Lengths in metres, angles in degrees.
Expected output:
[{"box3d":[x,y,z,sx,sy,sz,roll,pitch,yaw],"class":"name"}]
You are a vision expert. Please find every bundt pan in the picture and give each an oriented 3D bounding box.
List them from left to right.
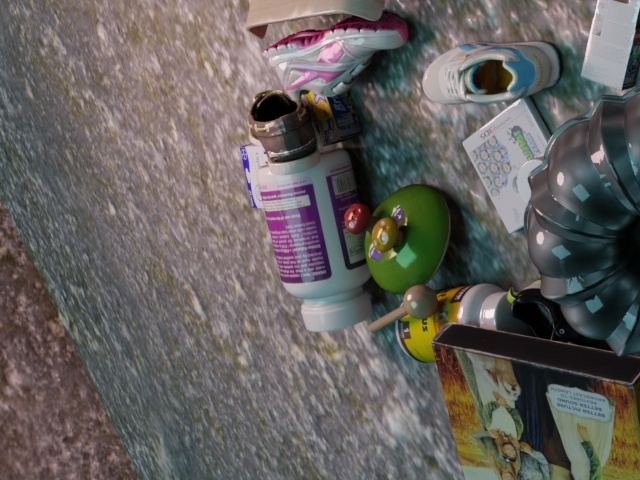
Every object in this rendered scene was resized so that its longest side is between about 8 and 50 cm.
[{"box3d":[0.378,-0.003,0.988,0.331,0.124,0.330,10,116,20],"class":"bundt pan"}]

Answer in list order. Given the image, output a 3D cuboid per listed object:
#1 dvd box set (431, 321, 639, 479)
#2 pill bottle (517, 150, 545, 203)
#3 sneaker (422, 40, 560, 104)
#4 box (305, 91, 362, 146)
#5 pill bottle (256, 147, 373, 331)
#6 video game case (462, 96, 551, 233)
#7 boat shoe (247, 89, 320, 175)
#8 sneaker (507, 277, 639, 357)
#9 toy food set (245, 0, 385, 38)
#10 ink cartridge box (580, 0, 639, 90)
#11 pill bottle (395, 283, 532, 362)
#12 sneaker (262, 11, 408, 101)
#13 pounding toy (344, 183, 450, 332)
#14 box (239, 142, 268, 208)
[{"box3d":[0.334,0.327,1.271,0.308,0.062,0.420,8,124,42],"class":"dvd box set"},{"box3d":[0.318,-0.086,1.137,0.078,0.137,0.078,28,127,44],"class":"pill bottle"},{"box3d":[0.216,-0.232,1.247,0.229,0.092,0.087,1,108,54],"class":"sneaker"},{"box3d":[0.012,-0.253,1.543,0.059,0.054,0.168,-16,92,55],"class":"box"},{"box3d":[0.000,0.000,1.578,0.169,0.169,0.301,-1,104,54],"class":"pill bottle"},{"box3d":[0.283,-0.106,1.278,0.143,0.019,0.157,-38,75,54],"class":"video game case"},{"box3d":[-0.072,-0.208,1.543,0.324,0.117,0.096,-112,6,-65],"class":"boat shoe"},{"box3d":[0.350,0.148,1.239,0.234,0.097,0.084,46,138,31],"class":"sneaker"},{"box3d":[0.005,-0.436,1.409,0.306,0.092,0.219,8,84,50],"class":"toy food set"},{"box3d":[0.363,-0.248,1.096,0.063,0.029,0.115,33,130,41],"class":"ink cartridge box"},{"box3d":[0.222,0.129,1.385,0.215,0.117,0.117,-14,95,54],"class":"pill bottle"},{"box3d":[0.034,-0.291,1.436,0.252,0.103,0.111,-6,115,35],"class":"sneaker"},{"box3d":[0.103,0.012,1.409,0.183,0.110,0.236,-22,57,52],"class":"pounding toy"},{"box3d":[-0.079,-0.128,1.708,0.137,0.072,0.126,4,110,52],"class":"box"}]
